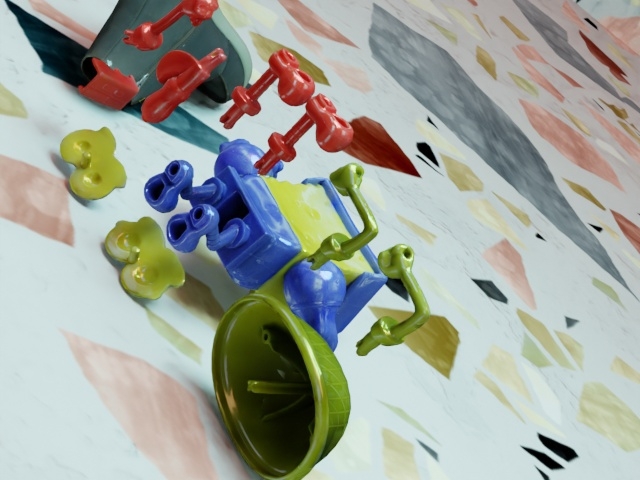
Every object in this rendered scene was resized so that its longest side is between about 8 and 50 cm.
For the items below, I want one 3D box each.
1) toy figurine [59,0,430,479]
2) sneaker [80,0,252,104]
[{"bbox_3d":[0.000,0.000,1.135,0.217,0.191,0.362,21,29,-50],"label":"toy figurine"},{"bbox_3d":[-0.133,-0.149,1.359,0.083,0.118,0.222,28,-13,22],"label":"sneaker"}]
